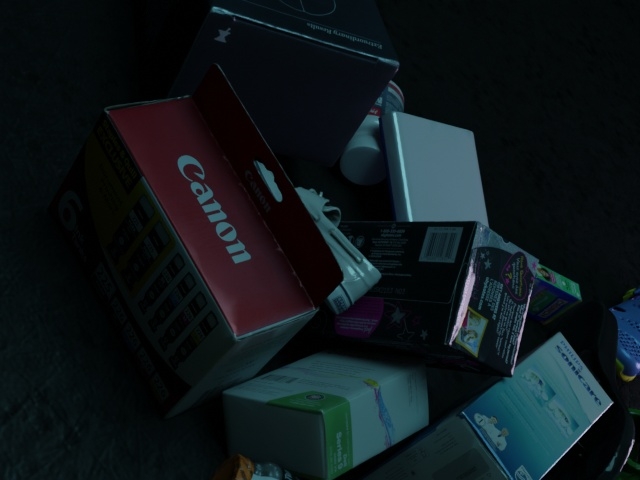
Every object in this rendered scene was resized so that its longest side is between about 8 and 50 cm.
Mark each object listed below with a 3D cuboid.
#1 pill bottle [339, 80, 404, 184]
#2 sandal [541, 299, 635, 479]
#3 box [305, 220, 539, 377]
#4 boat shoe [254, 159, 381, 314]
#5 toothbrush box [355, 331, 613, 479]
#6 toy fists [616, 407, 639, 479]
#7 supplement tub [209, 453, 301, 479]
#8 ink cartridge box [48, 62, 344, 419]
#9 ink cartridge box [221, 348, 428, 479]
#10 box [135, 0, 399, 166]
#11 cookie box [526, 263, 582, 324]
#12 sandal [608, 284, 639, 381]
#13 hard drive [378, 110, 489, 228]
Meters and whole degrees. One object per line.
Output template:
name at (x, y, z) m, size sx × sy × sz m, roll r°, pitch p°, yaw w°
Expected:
pill bottle at (0.080, -0.178, 1.772) m, size 0.108 × 0.108 × 0.180 m, roll 31°, pitch 39°, yaw -20°
sandal at (0.370, 0.228, 1.642) m, size 0.107 × 0.167 × 0.446 m, roll 41°, pitch 28°, yaw -13°
box at (0.129, 0.069, 1.381) m, size 0.142 × 0.247 × 0.163 m, roll 28°, pitch 72°, yaw -40°
boat shoe at (-0.013, -0.019, 1.382) m, size 0.258 × 0.084 × 0.095 m, roll 54°, pitch -6°, yaw 28°
toothbrush box at (0.214, 0.262, 1.407) m, size 0.126 × 0.216 × 0.295 m, roll 54°, pitch 36°, yaw 8°
toy fists at (0.442, 0.388, 1.577) m, size 0.096 × 0.142 × 0.279 m, roll 3°, pitch 46°, yaw -3°
supplement tub at (-0.038, 0.321, 1.189) m, size 0.190 × 0.117 × 0.117 m, roll 36°, pitch 38°, yaw -14°
ink cartridge box at (-0.151, -0.001, 1.241) m, size 0.130 × 0.272 × 0.309 m, roll -18°, pitch 69°, yaw -42°
ink cartridge box at (0.010, 0.202, 1.301) m, size 0.212 × 0.154 × 0.093 m, roll -19°, pitch 107°, yaw -50°
box at (-0.096, -0.340, 1.614) m, size 0.293 × 0.212 × 0.395 m, roll 13°, pitch 42°, yaw -27°
cookie box at (0.366, 0.089, 1.815) m, size 0.107 × 0.092 × 0.040 m, roll 25°, pitch 45°, yaw -26°
sandal at (0.587, 0.139, 1.947) m, size 0.126 × 0.138 × 0.317 m, roll 50°, pitch 39°, yaw 2°
hard drive at (0.192, -0.033, 1.713) m, size 0.210 × 0.040 × 0.319 m, roll 7°, pitch 70°, yaw -45°
